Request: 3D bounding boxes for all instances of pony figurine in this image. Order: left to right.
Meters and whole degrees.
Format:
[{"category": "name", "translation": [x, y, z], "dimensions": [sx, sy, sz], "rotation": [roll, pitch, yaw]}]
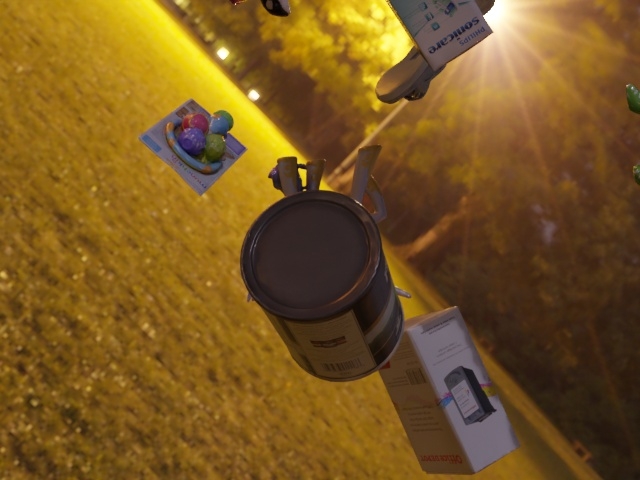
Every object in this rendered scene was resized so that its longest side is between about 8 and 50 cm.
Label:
[{"category": "pony figurine", "translation": [0.000, 0.000, 2.177], "dimensions": [0.303, 0.351, 0.363], "rotation": [101, -18, -84]}]

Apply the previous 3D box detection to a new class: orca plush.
[{"category": "orca plush", "translation": [-0.149, -0.656, 2.372], "dimensions": [0.151, 0.102, 0.287], "rotation": [-102, 180, -54]}]

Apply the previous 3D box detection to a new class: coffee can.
[{"category": "coffee can", "translation": [0.011, 0.076, 1.534], "dimensions": [0.201, 0.201, 0.275], "rotation": [46, -10, 27]}]

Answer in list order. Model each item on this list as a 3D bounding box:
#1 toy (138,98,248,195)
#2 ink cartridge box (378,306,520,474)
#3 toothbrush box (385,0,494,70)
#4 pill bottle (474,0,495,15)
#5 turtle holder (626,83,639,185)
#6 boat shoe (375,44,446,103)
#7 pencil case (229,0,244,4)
[{"category": "toy", "translation": [-0.197, -0.175, 1.714], "dimensions": [0.137, 0.056, 0.237], "rotation": [43, 24, -5]}, {"category": "ink cartridge box", "translation": [0.239, 0.303, 2.050], "dimensions": [0.306, 0.131, 0.226], "rotation": [65, -24, 0]}, {"category": "toothbrush box", "translation": [0.158, -0.459, 1.767], "dimensions": [0.295, 0.126, 0.216], "rotation": [56, 9, -14]}, {"category": "pill bottle", "translation": [0.351, -0.601, 2.370], "dimensions": [0.108, 0.108, 0.180], "rotation": [43, 32, -26]}, {"category": "turtle holder", "translation": [0.683, -0.170, 1.793], "dimensions": [0.228, 0.320, 0.243], "rotation": [-3, -7, 32]}, {"category": "boat shoe", "translation": [0.189, -0.319, 2.011], "dimensions": [0.079, 0.227, 0.081], "rotation": [2, -53, 40]}, {"category": "pencil case", "translation": [-0.212, -0.620, 2.176], "dimensions": [0.236, 0.104, 0.104], "rotation": [55, 2, -6]}]
